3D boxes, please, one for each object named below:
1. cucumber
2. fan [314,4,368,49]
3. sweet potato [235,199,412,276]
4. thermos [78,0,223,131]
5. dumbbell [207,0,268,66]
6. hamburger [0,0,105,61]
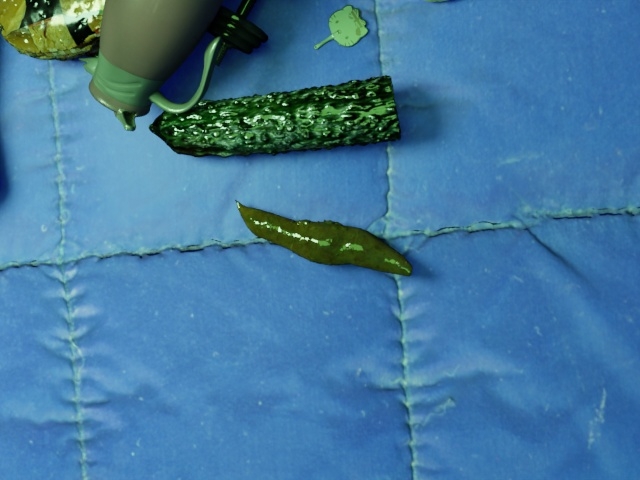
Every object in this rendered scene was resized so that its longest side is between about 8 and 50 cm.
[{"bbox_3d":[-0.070,-0.165,1.136,0.360,0.096,0.096,-6,91,7],"label":"cucumber"},{"bbox_3d":[0.026,-0.300,1.166,0.083,0.004,0.056,-31,88,7],"label":"fan"},{"bbox_3d":[0.000,0.000,1.149,0.274,0.067,0.067,17,93,8],"label":"sweet potato"},{"bbox_3d":[-0.210,-0.282,1.068,0.176,0.146,0.265,32,119,0],"label":"thermos"},{"bbox_3d":[-0.098,-0.339,1.131,0.099,0.099,0.208,30,94,5],"label":"dumbbell"},{"bbox_3d":[-0.370,-0.367,1.163,0.231,0.107,0.230,1,97,12],"label":"hamburger"}]
